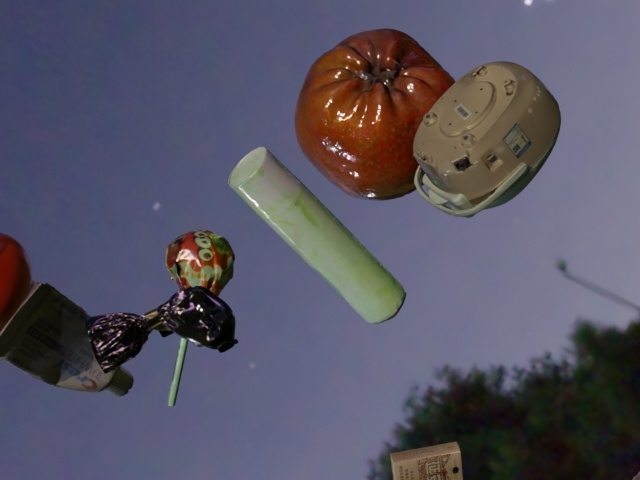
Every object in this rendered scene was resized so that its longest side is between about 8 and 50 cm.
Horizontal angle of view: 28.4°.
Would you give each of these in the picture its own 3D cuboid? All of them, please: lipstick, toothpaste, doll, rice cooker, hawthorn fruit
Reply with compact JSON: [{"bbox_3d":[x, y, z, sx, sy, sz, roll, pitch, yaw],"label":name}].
[{"bbox_3d":[0.000,0.000,1.707,0.304,0.076,0.076,44,-107,-26],"label":"lipstick"},{"bbox_3d":[-0.329,0.146,1.677,0.282,0.068,0.099,50,-136,-59],"label":"toothpaste"},{"bbox_3d":[-0.467,0.063,1.732,0.161,0.130,0.290,-62,-34,-20],"label":"doll"},{"bbox_3d":[0.203,-0.128,1.573,0.206,0.145,0.127,-45,-48,-7],"label":"rice cooker"},{"bbox_3d":[0.092,-0.181,2.066,0.277,0.277,0.298,-49,-27,-25],"label":"hawthorn fruit"}]

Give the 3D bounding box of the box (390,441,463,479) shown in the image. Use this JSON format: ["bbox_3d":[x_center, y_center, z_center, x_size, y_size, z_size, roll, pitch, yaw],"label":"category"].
[{"bbox_3d":[0.127,0.274,1.509,0.024,0.083,0.053,-103,4,-63],"label":"box"}]

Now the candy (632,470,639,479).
[{"bbox_3d":[0.394,0.404,1.452,0.289,0.157,0.214,-65,5,-36],"label":"candy"}]

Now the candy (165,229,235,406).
[{"bbox_3d":[-0.169,0.108,1.585,0.084,0.078,0.288,-12,-45,-33],"label":"candy"}]

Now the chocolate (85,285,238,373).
[{"bbox_3d":[-0.160,0.088,1.283,0.070,0.147,0.072,-173,72,-83],"label":"chocolate"}]
